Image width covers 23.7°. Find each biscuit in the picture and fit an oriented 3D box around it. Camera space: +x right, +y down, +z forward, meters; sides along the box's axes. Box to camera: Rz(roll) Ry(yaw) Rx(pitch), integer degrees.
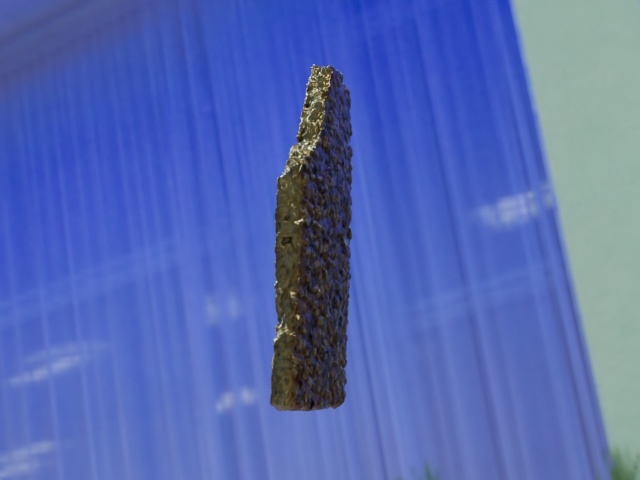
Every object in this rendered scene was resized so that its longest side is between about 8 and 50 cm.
[{"bbox_3d":[-0.002,-0.006,1.015,0.026,0.237,0.131,1,-5,13],"label":"biscuit"}]
